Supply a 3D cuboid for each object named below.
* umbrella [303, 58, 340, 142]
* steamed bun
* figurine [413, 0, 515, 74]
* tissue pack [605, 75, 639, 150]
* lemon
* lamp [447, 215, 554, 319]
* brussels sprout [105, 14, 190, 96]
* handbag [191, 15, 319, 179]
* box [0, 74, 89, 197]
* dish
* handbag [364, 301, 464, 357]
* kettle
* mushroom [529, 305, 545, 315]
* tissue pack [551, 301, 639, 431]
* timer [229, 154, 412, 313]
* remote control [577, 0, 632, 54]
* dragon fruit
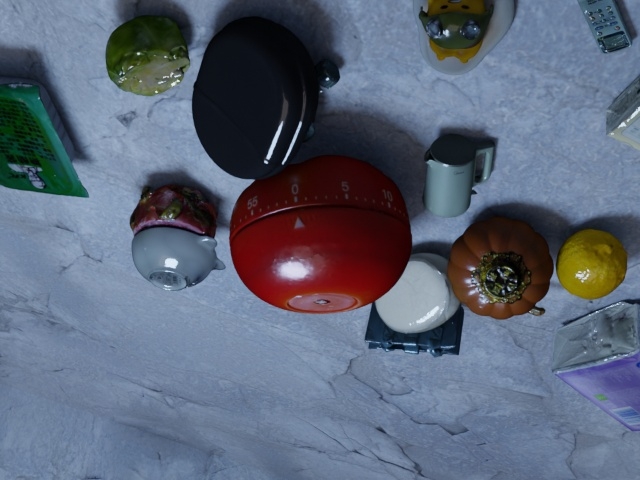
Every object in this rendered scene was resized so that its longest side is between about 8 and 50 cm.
[{"bbox_3d":[-0.087,-0.239,1.536,0.143,0.094,0.348,31,141,-26],"label":"umbrella"},{"bbox_3d":[0.237,0.123,1.845,0.228,0.130,0.177,-39,76,36],"label":"steamed bun"},{"bbox_3d":[0.220,-0.325,1.250,0.166,0.141,0.250,8,144,10],"label":"figurine"},{"bbox_3d":[0.602,-0.202,1.303,0.196,0.092,0.148,24,144,-8],"label":"tissue pack"},{"bbox_3d":[0.561,0.053,1.626,0.142,0.142,0.187,10,149,9],"label":"lemon"},{"bbox_3d":[0.380,0.059,1.658,0.223,0.196,0.223,3,105,10],"label":"lamp"},{"bbox_3d":[-0.326,-0.351,1.461,0.151,0.122,0.149,-8,163,-28],"label":"brussels sprout"},{"bbox_3d":[-0.130,-0.256,1.430,0.254,0.093,0.308,43,132,17],"label":"handbag"},{"bbox_3d":[-0.667,-0.249,1.747,0.264,0.106,0.337,9,145,12],"label":"box"},{"bbox_3d":[-0.339,0.066,1.837,0.227,0.086,0.236,24,143,-25],"label":"dish"},{"bbox_3d":[0.234,0.207,1.937,0.229,0.179,0.062,0,141,19],"label":"handbag"},{"bbox_3d":[0.267,-0.126,1.541,0.126,0.098,0.148,14,142,13],"label":"kettle"},{"bbox_3d":[0.471,0.126,1.811,0.129,0.072,0.088,41,137,26],"label":"mushroom"},{"bbox_3d":[0.749,0.306,1.876,0.338,0.160,0.242,36,139,-24],"label":"tissue pack"},{"bbox_3d":[0.000,0.000,1.618,0.377,0.279,0.378,-4,159,-1],"label":"timer"},{"bbox_3d":[0.448,-0.346,1.232,0.053,0.018,0.124,-11,136,35],"label":"remote control"},{"bbox_3d":[-0.348,-0.042,1.885,0.210,0.147,0.282,7,148,-3],"label":"dragon fruit"}]
